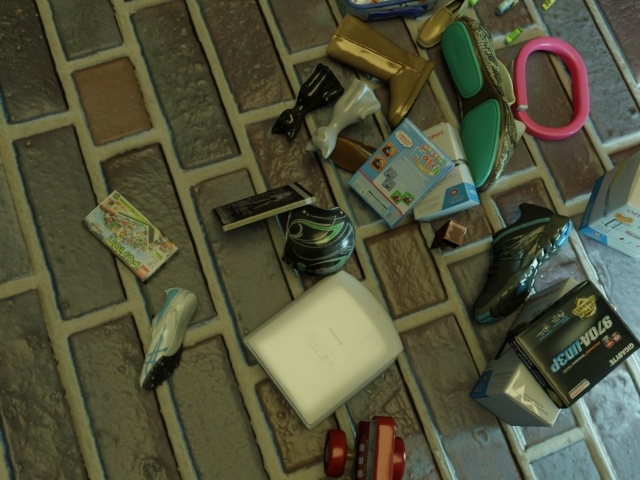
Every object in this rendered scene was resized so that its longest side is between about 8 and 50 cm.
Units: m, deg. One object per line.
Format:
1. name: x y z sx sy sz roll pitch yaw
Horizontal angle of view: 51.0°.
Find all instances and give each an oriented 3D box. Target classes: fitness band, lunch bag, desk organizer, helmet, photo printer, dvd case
1. fitness band: 0.617 -0.410 1.806 0.208 0.054 0.291 3 76 -7
2. lunch bag: 0.183 -0.715 1.805 0.303 0.115 0.243 -12 79 -9
3. desk organizer: 0.307 -0.005 1.617 0.047 0.130 0.050 24 76 0
4. helmet: 0.000 0.000 1.563 0.161 0.169 0.170 10 74 1
5. photo printer: 0.018 0.236 1.526 0.307 0.107 0.256 -35 82 -14
6. dvd case: -0.136 -0.082 1.574 0.221 0.164 0.018 -19 111 -11

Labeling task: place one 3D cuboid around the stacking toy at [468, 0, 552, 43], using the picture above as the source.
1. stacking toy: 0.539 -0.673 1.868 0.221 0.052 0.167 -43 84 -15

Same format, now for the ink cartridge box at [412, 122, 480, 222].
1. ink cartridge box: 0.286 -0.164 1.645 0.148 0.086 0.203 -20 75 29

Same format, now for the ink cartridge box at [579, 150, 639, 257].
1. ink cartridge box: 0.787 -0.088 1.645 0.171 0.233 0.168 26 73 1

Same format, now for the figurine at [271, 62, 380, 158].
1. figurine: 0.007 -0.310 1.652 0.215 0.092 0.209 34 79 38

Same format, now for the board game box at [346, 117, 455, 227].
1. board game box: 0.190 -0.160 1.605 0.160 0.039 0.211 46 112 7

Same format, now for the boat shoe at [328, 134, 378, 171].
1. boat shoe: 0.105 -0.208 1.684 0.207 0.073 0.073 29 35 -1

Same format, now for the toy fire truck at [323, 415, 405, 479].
1. toy fire truck: 0.097 0.517 1.383 0.169 0.254 0.302 8 74 -5

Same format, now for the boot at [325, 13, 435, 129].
1. boot: 0.135 -0.436 1.740 0.269 0.089 0.236 29 66 2

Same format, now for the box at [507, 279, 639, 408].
1. box: 0.526 0.213 1.391 0.220 0.051 0.175 -33 80 -14

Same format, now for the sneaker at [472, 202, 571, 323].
1. sneaker: 0.467 0.056 1.646 0.139 0.125 0.341 34 75 31

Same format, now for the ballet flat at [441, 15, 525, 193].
1. ballet flat: 0.436 -0.350 1.728 0.182 0.164 0.483 3 71 -32

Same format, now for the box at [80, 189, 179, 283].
1. box: -0.445 -0.008 1.571 0.207 0.036 0.114 42 74 5

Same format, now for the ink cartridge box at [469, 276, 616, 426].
1. ink cartridge box: 0.498 0.257 1.520 0.129 0.223 0.307 35 73 4

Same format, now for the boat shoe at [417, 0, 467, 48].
1. boat shoe: 0.330 -0.600 1.810 0.068 0.072 0.190 38 74 4

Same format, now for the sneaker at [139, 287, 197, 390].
1. sneaker: -0.352 0.219 1.507 0.086 0.085 0.237 14 76 24
